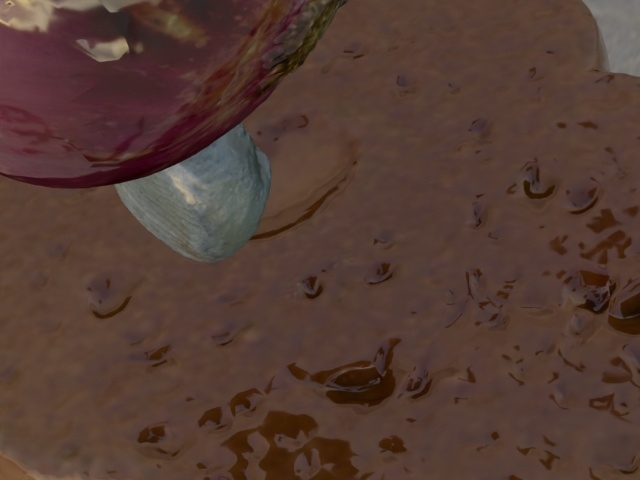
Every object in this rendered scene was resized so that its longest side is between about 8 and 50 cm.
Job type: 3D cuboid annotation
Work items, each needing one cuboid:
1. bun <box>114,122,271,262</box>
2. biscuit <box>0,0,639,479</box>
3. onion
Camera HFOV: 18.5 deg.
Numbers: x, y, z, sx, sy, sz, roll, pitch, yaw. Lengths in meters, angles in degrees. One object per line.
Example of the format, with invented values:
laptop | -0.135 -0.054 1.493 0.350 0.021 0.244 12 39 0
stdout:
bun | -0.049 -0.030 0.719 0.045 0.083 0.083 -41 79 -21
biscuit | 0.000 0.001 0.859 0.455 0.078 0.350 28 57 33
onion | -0.058 -0.099 0.561 0.153 0.177 0.177 10 72 2
